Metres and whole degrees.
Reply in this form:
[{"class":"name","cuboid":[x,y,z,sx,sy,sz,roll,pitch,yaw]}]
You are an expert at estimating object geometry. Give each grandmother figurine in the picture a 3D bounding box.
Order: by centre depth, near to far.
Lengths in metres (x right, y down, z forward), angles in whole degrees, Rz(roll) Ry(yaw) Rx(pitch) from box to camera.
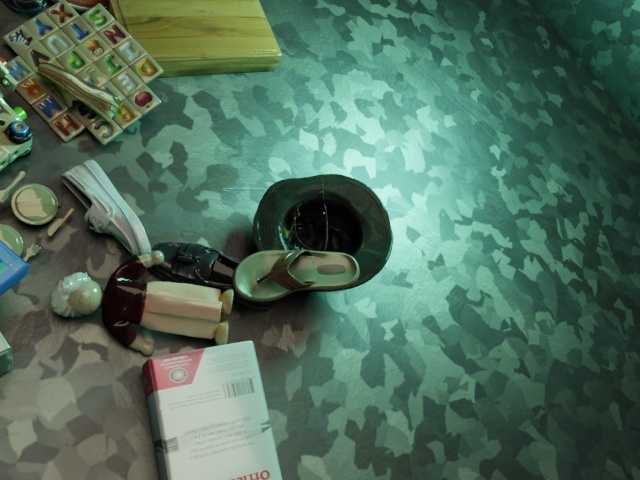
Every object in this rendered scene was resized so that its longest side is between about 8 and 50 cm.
[{"class":"grandmother figurine","cuboid":[-0.351,0.122,1.178,0.342,0.104,0.208,8,77,-16]}]

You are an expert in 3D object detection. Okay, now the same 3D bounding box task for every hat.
[{"class":"hat","cuboid":[0.000,0.000,1.405,0.331,0.134,0.331,5,62,-9]}]

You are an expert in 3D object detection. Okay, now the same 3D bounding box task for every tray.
[{"class":"tray","cuboid":[-0.324,-0.539,1.558,0.410,0.076,0.203,-13,71,-29]}]

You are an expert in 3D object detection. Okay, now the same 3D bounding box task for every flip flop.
[{"class":"flip flop","cuboid":[-0.048,0.066,1.249,0.277,0.080,0.112,-2,72,-12]}]

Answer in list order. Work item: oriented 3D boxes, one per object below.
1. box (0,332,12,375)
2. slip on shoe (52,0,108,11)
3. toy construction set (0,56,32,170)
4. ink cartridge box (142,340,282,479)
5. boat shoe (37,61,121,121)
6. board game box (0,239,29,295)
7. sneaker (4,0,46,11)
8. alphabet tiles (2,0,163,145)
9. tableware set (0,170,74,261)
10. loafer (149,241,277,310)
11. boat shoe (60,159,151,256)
[{"class":"box","cuboid":[-0.647,0.143,1.011,0.127,0.148,0.232,-31,81,-35]},{"class":"slip on shoe","cuboid":[-0.527,-0.652,1.499,0.331,0.101,0.123,-12,77,-29]},{"class":"toy construction set","cuboid":[-0.712,-0.220,1.177,0.215,0.151,0.328,35,66,-5]},{"class":"ink cartridge box","cuboid":[-0.211,0.354,1.127,0.207,0.117,0.283,-5,70,-27]},{"class":"boat shoe","cuboid":[-0.545,-0.325,1.314,0.190,0.068,0.072,26,88,-3]},{"class":"board game box","cuboid":[-0.612,0.061,0.950,0.160,0.047,0.210,42,53,-1]},{"class":"sneaker","cuboid":[-0.734,-0.610,1.394,0.188,0.078,0.067,40,55,-3]},{"class":"alphabet tiles","cuboid":[-0.547,-0.392,1.367,0.285,0.011,0.342,-43,88,-19]},{"class":"tableware set","cuboid":[-0.609,-0.029,1.186,0.128,0.039,0.194,40,60,-17]},{"class":"loafer","cuboid":[-0.220,0.063,1.287,0.302,0.095,0.109,21,58,-15]},{"class":"boat shoe","cuboid":[-0.453,-0.054,1.248,0.084,0.095,0.258,-31,71,-30]}]
